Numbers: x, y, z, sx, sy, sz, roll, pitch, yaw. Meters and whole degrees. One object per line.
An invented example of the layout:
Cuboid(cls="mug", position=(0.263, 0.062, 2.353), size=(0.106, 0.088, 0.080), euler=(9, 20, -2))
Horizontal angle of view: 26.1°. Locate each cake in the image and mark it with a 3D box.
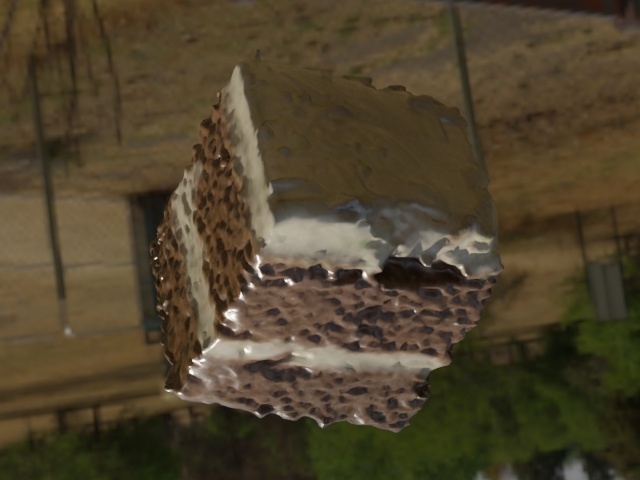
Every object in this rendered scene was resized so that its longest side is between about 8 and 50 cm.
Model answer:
Cuboid(cls="cake", position=(0.000, 0.000, 0.670), size=(0.135, 0.134, 0.147), euler=(7, 128, -21))
